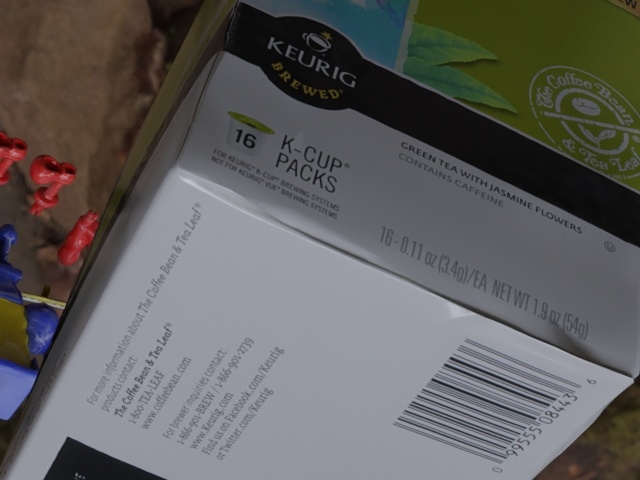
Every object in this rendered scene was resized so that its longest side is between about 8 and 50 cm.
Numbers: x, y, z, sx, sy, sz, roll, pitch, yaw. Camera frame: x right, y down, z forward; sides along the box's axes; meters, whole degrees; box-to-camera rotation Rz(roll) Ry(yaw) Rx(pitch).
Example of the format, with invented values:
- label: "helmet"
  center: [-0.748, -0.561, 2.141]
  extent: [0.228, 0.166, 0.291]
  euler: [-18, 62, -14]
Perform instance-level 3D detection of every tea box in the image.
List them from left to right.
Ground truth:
- label: "tea box"
  center: [0.000, 0.000, 0.793]
  extent: [0.220, 0.323, 0.329]
  euler: [24, 136, -11]

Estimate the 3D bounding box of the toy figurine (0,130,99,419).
- label: "toy figurine"
  center: [-0.305, 0.045, 1.227]
  extent: [0.362, 0.217, 0.191]
  euler: [23, 134, -31]
